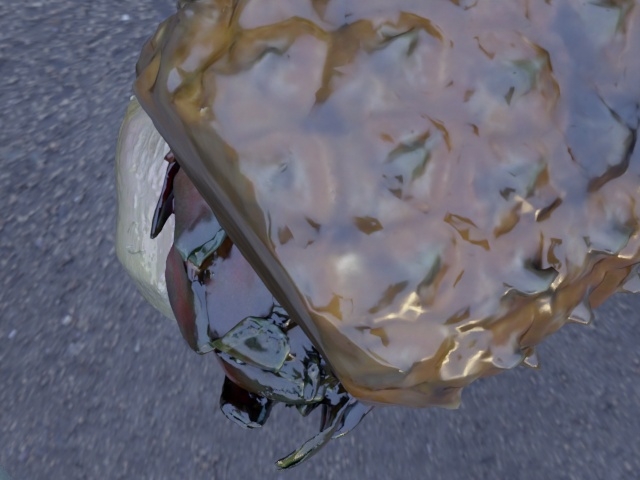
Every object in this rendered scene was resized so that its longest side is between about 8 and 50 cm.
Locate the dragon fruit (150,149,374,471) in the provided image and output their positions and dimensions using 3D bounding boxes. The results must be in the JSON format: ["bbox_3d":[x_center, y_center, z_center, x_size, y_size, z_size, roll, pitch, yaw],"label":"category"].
[{"bbox_3d":[0.003,-0.006,0.654,0.182,0.188,0.182,15,122,24],"label":"dragon fruit"}]

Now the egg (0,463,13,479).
[{"bbox_3d":[-0.249,0.218,0.714,0.230,0.230,0.370,-20,95,2],"label":"egg"}]

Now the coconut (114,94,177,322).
[{"bbox_3d":[-0.053,-0.041,0.883,0.194,0.194,0.194,0,100,-2],"label":"coconut"}]

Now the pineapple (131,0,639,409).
[{"bbox_3d":[0.116,-0.086,0.416,0.340,0.169,0.169,-33,100,-2],"label":"pineapple"}]
